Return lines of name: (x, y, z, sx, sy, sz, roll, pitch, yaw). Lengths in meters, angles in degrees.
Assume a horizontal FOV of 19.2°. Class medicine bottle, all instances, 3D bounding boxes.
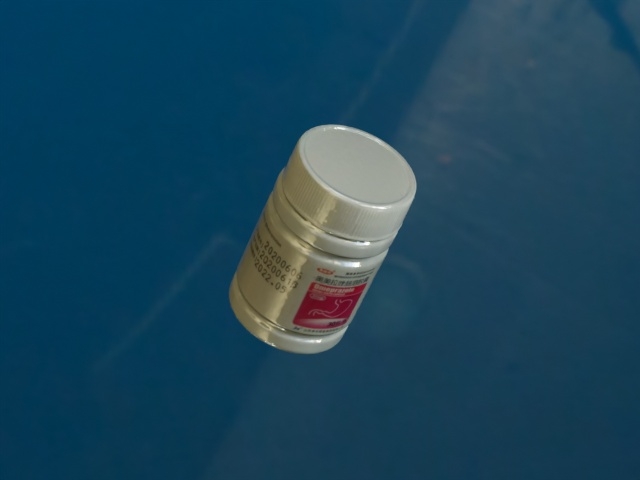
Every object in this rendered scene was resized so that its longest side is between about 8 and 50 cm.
medicine bottle: (0.000, 0.000, 0.844, 0.058, 0.058, 0.091, 54, -45, 33)
